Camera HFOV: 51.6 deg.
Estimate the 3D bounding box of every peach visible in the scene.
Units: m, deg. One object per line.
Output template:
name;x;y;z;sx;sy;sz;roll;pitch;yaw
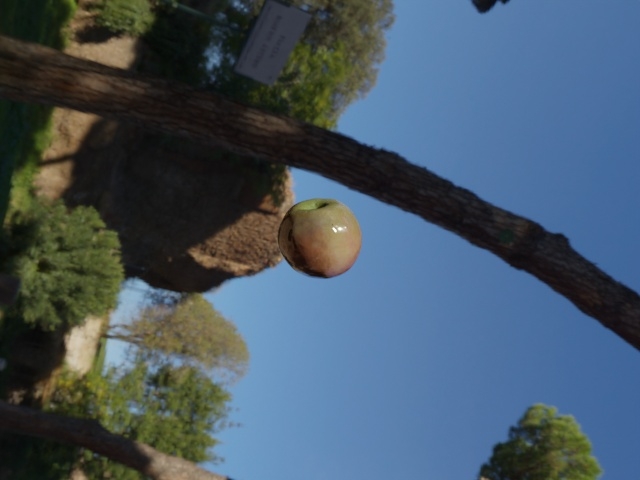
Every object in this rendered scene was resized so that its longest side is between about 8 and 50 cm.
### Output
peach;0.000;-0.001;0.632;0.083;0.083;0.083;-48;-146;48
